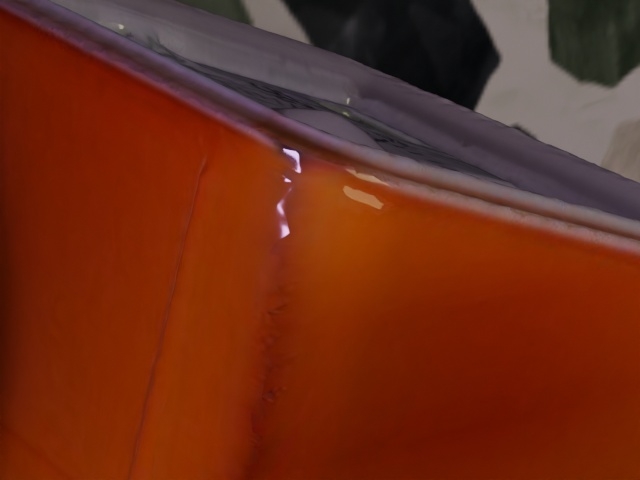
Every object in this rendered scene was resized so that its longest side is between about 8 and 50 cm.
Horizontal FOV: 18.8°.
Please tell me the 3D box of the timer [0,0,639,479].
[{"bbox_3d":[0.000,0.000,0.601,0.250,0.257,0.161,-7,115,-40],"label":"timer"}]
